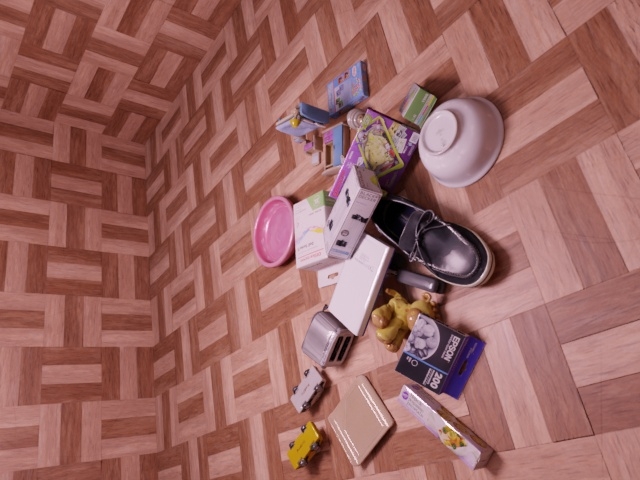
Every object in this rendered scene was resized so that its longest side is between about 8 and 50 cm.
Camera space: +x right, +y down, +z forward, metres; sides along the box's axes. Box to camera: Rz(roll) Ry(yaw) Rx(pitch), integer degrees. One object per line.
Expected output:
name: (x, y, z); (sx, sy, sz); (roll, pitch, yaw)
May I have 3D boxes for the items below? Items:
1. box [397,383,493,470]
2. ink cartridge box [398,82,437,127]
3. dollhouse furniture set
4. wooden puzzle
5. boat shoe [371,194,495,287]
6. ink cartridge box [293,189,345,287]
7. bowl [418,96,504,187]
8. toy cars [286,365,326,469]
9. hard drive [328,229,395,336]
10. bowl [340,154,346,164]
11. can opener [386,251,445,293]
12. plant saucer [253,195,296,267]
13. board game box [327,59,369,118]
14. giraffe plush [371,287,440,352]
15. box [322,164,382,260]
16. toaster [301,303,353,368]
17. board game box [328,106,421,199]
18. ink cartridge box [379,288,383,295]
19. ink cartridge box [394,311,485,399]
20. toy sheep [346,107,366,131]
box: (0.366, 0.551, 1.525); (0.324, 0.067, 0.063); (35, 109, 50)
ink cartridge box: (0.325, -0.459, 1.712); (0.109, 0.062, 0.209); (-61, 9, 23)
dollhouse furniture set: (-0.064, -0.390, 2.073); (0.286, 0.303, 0.198); (-13, 71, 49)
wooden puzzle: (0.143, 0.640, 1.810); (0.239, 0.044, 0.221); (-57, 43, 21)
boat shoe: (0.333, -0.009, 1.617); (0.500, 0.155, 0.187); (42, 113, 46)
ink cartridge box: (0.000, 0.000, 2.056); (0.207, 0.119, 0.354); (-23, 65, 47)
bowl: (0.411, -0.324, 1.600); (0.297, 0.134, 0.298); (-15, 70, 50)
toy cars: (-0.039, 0.693, 1.994); (0.176, 0.087, 0.394); (-9, 72, 45)
hard drive: (0.137, 0.139, 1.757); (0.210, 0.040, 0.319); (36, 110, 57)
bowl: (0.144, -0.260, 1.941); (0.170, 0.080, 0.170); (159, 90, -88)
can opener: (0.295, 0.108, 1.700); (0.280, 0.074, 0.093); (24, 100, 51)
plant saucer: (-0.192, -0.038, 2.336); (0.332, 0.084, 0.333); (-13, 73, 49)
board game box: (0.111, -0.625, 2.115); (0.211, 0.039, 0.160); (-21, 66, 48)
giraffe plush: (0.292, 0.250, 1.635); (0.170, 0.181, 0.210); (-6, 43, 40)
box: (0.105, -0.096, 1.769); (0.169, 0.087, 0.290); (-99, 28, -56)
toaster: (0.033, 0.373, 1.935); (0.146, 0.129, 0.227); (34, 107, 45)
board game box: (0.189, -0.269, 1.799); (0.056, 0.208, 0.347); (-77, 12, -62)
ink cartridge box: (0.155, 0.177, 1.849); (0.122, 0.088, 0.052); (-12, 71, 50)
ink cartridge box: (0.354, 0.350, 1.521); (0.208, 0.045, 0.207); (25, 105, 18)
toy sheep: (0.145, -0.480, 2.008); (0.132, 0.091, 0.091); (34, 109, 55)
